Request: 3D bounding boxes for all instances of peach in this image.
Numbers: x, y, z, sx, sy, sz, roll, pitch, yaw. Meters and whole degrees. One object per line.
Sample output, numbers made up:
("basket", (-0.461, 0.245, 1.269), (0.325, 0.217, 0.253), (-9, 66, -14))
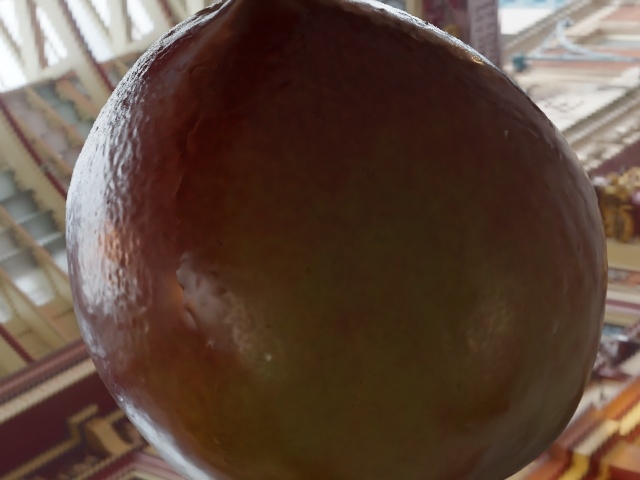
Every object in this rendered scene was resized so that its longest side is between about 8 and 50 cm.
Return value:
("peach", (0.000, 0.000, 0.435), (0.197, 0.197, 0.197), (-13, -72, -49))
